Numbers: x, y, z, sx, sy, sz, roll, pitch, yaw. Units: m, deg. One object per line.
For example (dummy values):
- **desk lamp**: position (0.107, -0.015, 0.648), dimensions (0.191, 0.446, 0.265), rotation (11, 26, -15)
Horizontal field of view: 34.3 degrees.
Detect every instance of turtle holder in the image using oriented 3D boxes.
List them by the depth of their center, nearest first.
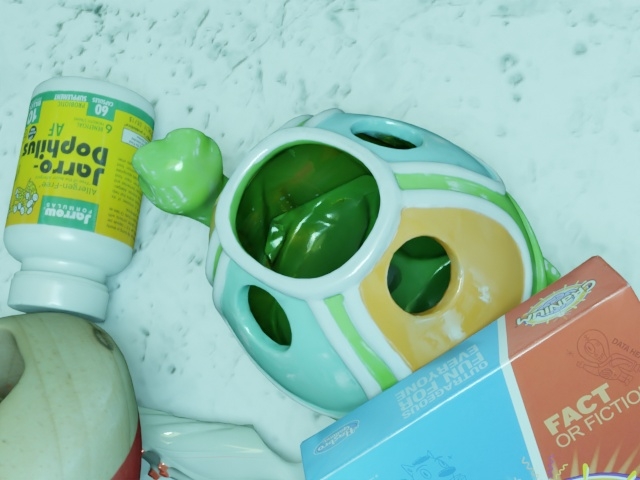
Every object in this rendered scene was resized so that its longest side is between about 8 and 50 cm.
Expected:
- **turtle holder**: position (0.018, -0.007, 0.811), dimensions (0.243, 0.227, 0.320), rotation (-37, 58, 9)

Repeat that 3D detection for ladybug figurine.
- **ladybug figurine**: position (-0.266, 0.194, 0.783), dimensions (0.305, 0.449, 0.161), rotation (-31, 109, -11)

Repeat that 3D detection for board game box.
- **board game box**: position (0.172, 0.205, 0.710), dimensions (0.242, 0.064, 0.316), rotation (-34, 106, 5)

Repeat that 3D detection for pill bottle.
- **pill bottle**: position (-0.224, -0.034, 0.953), dimensions (0.118, 0.117, 0.208), rotation (4, 76, 17)

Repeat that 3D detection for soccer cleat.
- **soccer cleat**: position (-0.096, 0.181, 0.891), dimensions (0.196, 0.068, 0.076), rotation (23, 60, 23)
